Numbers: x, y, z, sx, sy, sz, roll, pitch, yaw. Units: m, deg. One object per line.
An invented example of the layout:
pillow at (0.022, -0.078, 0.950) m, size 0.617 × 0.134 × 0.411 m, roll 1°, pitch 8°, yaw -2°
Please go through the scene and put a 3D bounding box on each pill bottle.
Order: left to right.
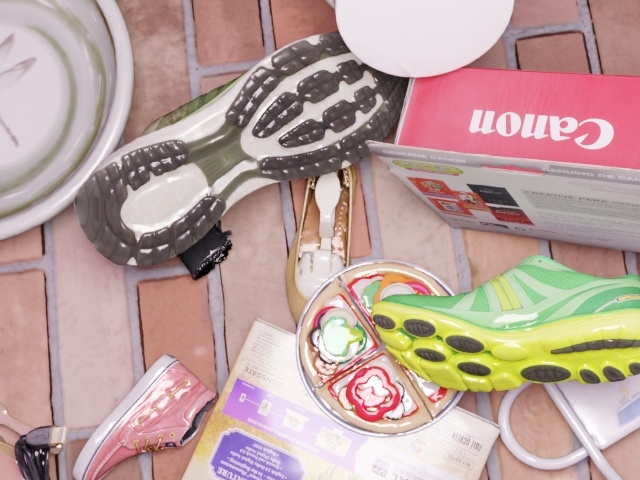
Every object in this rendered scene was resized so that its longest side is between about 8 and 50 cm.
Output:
pill bottle at (0.093, -0.375, 1.052) m, size 0.229 × 0.229 × 0.407 m, roll -4°, pitch 50°, yaw 2°

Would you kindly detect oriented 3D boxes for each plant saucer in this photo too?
plant saucer at (-0.416, -0.181, 1.179) m, size 0.401 × 0.100 × 0.400 m, roll -1°, pitch 78°, yaw 3°

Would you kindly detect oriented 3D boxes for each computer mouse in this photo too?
computer mouse at (-0.226, 0.275, 1.022) m, size 0.060 × 0.262 × 0.184 m, roll -25°, pitch 102°, yaw -44°

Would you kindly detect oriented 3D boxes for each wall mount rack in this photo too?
wall mount rack at (0.377, 0.166, 1.037) m, size 0.350 × 0.130 × 0.304 m, roll -30°, pitch 66°, yaw -3°

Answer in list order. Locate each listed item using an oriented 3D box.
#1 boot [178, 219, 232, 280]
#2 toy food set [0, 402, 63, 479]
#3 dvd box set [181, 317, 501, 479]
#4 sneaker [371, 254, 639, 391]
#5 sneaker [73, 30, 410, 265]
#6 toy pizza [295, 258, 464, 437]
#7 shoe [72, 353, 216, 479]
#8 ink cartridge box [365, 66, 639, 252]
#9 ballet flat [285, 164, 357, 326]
boot at (-0.173, 0.007, 1.157) m, size 0.121 × 0.045 × 0.099 m, roll -41°, pitch 76°, yaw -12°
toy food set at (-0.391, 0.291, 1.119) m, size 0.132 × 0.038 × 0.192 m, roll 30°, pitch 76°, yaw 1°
dvd box set at (-0.020, 0.338, 1.074) m, size 0.308 × 0.062 × 0.420 m, roll 22°, pitch 80°, yaw 7°
sneaker at (0.201, 0.085, 1.008) m, size 0.296 × 0.109 × 0.123 m, roll 0°, pitch 39°, yaw 17°
sneaker at (-0.096, -0.133, 1.114) m, size 0.410 × 0.182 × 0.158 m, roll -27°, pitch 116°, yaw -6°
toy pizza at (0.072, 0.116, 1.071) m, size 0.201 × 0.032 × 0.201 m, roll 0°, pitch 75°, yaw 1°
shoe at (-0.200, 0.222, 1.105) m, size 0.081 × 0.063 × 0.178 m, roll 36°, pitch 78°, yaw 14°
ink cartridge box at (0.243, -0.091, 0.988) m, size 0.310 × 0.272 × 0.130 m, roll 9°, pitch 78°, yaw 31°
ballet flat at (0.000, 0.000, 1.135) m, size 0.080 × 0.073 × 0.232 m, roll 3°, pitch 79°, yaw 2°
